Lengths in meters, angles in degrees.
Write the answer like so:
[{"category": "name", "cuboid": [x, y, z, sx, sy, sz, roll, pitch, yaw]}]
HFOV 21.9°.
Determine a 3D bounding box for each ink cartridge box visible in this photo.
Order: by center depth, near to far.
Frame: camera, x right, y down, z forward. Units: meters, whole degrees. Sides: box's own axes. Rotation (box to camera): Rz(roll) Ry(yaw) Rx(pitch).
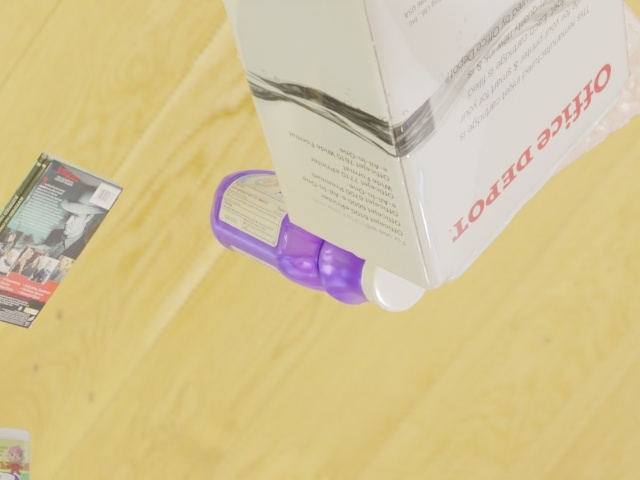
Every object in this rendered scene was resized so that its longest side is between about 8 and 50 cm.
[{"category": "ink cartridge box", "cuboid": [0.063, -0.160, 0.975, 0.223, 0.129, 0.307, -45, 142, -26]}]

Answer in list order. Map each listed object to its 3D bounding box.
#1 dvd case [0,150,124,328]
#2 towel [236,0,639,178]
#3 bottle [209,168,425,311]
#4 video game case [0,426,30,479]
[{"category": "dvd case", "cuboid": [-0.189, 0.002, 1.098, 0.119, 0.013, 0.087, -54, 152, 7]}, {"category": "towel", "cuboid": [0.138, -0.167, 1.626, 0.332, 0.053, 0.317, -37, 116, 16]}, {"category": "bottle", "cuboid": [0.000, 0.000, 1.657, 0.118, 0.283, 0.092, 5, 102, -34]}, {"category": "video game case", "cuboid": [-0.293, 0.213, 1.098, 0.212, 0.193, 0.023, 9, 158, -33]}]
